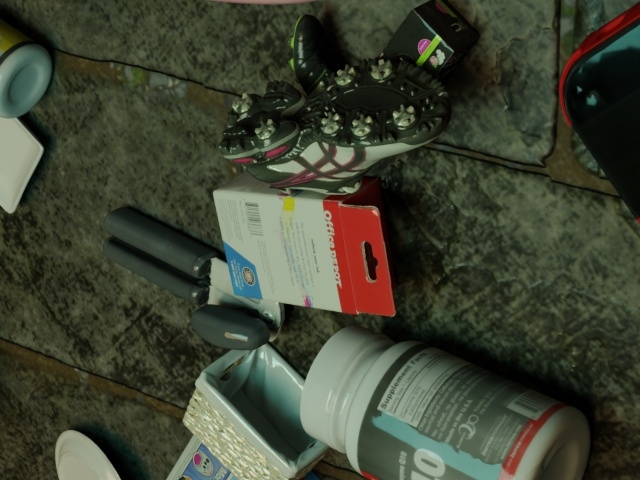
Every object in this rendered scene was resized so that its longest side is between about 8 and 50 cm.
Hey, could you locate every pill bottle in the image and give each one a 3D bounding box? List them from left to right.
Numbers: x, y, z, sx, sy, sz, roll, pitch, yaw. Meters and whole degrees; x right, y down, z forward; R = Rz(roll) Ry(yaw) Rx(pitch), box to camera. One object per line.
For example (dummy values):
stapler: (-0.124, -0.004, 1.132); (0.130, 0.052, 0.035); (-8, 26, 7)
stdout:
pill bottle: (-0.431, -0.237, 1.942); (0.184, 0.103, 0.103); (33, 130, 22)
pill bottle: (0.129, 0.204, 1.664); (0.283, 0.161, 0.161); (22, 125, 30)

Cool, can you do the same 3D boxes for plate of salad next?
plate of salad: (-0.310, 0.355, 2.193); (0.200, 0.048, 0.200); (30, 132, 41)

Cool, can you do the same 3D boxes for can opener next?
can opener: (-0.166, 0.048, 1.876); (0.283, 0.095, 0.076); (25, 126, 28)

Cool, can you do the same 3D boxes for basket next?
basket: (-0.071, 0.219, 1.877); (0.167, 0.113, 0.103); (44, 137, 13)

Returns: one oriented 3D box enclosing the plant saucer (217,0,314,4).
plant saucer: (-0.140, -0.310, 1.537); (0.332, 0.332, 0.084); (7, 88, 38)

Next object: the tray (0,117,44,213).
tray: (-0.464, -0.174, 2.055); (0.270, 0.030, 0.145); (47, 133, 11)

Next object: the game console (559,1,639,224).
game console: (0.419, -0.097, 1.344); (0.342, 0.060, 0.386); (54, 136, -3)

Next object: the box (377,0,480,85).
box: (0.106, -0.190, 1.551); (0.062, 0.052, 0.083); (47, 135, 10)

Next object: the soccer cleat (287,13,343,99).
soccer cleat: (0.014, -0.156, 1.649); (0.072, 0.060, 0.179); (4, 121, 28)

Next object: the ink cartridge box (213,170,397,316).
ink cartridge box: (0.000, 0.000, 1.722); (0.231, 0.078, 0.134); (7, 117, 38)

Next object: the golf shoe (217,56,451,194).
golf shoe: (0.029, -0.109, 1.582); (0.272, 0.105, 0.120); (-3, 144, 38)

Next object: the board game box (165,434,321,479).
board game box: (-0.081, 0.409, 2.002); (0.302, 0.086, 0.308); (44, 133, 13)
